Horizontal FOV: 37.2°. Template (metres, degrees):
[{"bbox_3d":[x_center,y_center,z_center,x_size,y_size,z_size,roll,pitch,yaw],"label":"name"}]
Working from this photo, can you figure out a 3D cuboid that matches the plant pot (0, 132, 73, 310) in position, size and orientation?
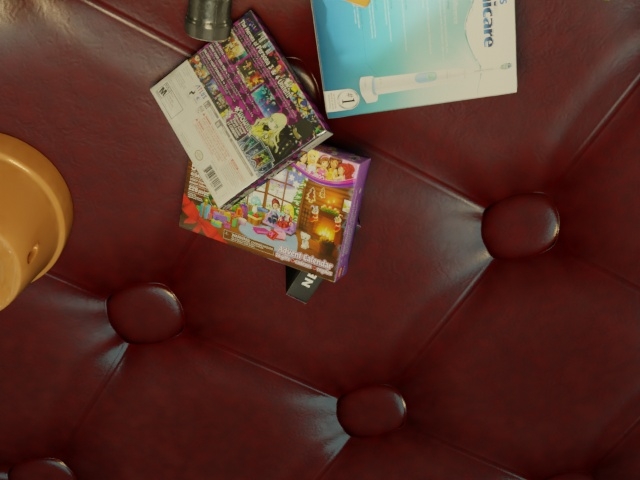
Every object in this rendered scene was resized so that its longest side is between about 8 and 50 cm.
[{"bbox_3d":[-0.567,-0.007,1.555,0.290,0.203,0.291,-1,123,-2],"label":"plant pot"}]

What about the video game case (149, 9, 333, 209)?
[{"bbox_3d":[-0.125,-0.199,1.465,0.210,0.042,0.232,-35,77,15],"label":"video game case"}]

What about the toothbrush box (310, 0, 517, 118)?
[{"bbox_3d":[0.139,-0.322,1.433,0.295,0.126,0.216,-8,121,3],"label":"toothbrush box"}]

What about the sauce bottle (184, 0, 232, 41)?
[{"bbox_3d":[-0.146,-0.456,1.345,0.111,0.111,0.344,6,119,-6],"label":"sauce bottle"}]

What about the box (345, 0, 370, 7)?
[{"bbox_3d":[0.019,-0.502,1.180,0.215,0.168,0.345,10,125,-27],"label":"box"}]

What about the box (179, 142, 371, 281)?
[{"bbox_3d":[-0.079,-0.075,1.528,0.293,0.057,0.201,19,112,18],"label":"box"}]

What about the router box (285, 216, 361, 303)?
[{"bbox_3d":[0.000,0.000,1.623,0.046,0.133,0.179,25,118,-18],"label":"router box"}]
